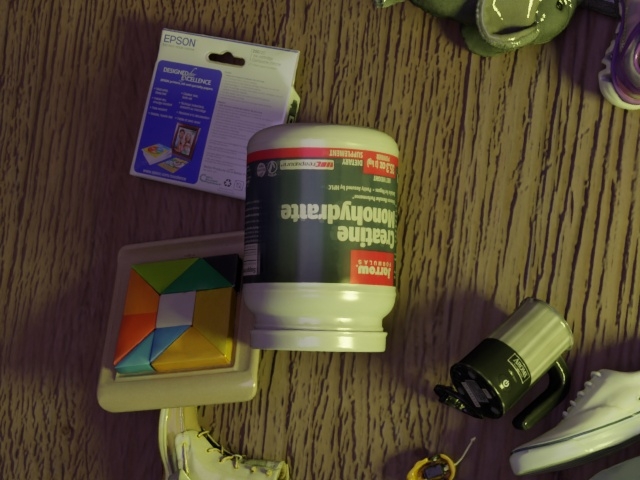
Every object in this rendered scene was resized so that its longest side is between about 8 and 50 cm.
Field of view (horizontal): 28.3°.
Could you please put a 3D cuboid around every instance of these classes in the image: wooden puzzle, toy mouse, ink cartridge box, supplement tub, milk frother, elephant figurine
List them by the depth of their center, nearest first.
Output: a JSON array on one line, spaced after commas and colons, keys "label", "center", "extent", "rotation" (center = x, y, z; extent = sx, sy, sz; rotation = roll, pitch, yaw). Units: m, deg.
[{"label": "milk frother", "center": [0.219, 0.153, 1.550], "extent": [0.135, 0.129, 0.143], "rotation": [-39, 31, -25]}, {"label": "elephant figurine", "center": [0.229, -0.295, 1.554], "extent": [0.239, 0.169, 0.186], "rotation": [46, 129, -1]}, {"label": "supplement tub", "center": [0.000, 0.000, 1.572], "extent": [0.191, 0.191, 0.272], "rotation": [0, 86, 17]}, {"label": "toy mouse", "center": [0.153, 0.341, 1.584], "extent": [0.161, 0.031, 0.143], "rotation": [-26, 79, 14]}, {"label": "wooden puzzle", "center": [-0.181, 0.100, 1.657], "extent": [0.221, 0.044, 0.238], "rotation": [-7, 60, 16]}, {"label": "ink cartridge box", "center": [-0.136, -0.166, 1.701], "extent": [0.206, 0.045, 0.208], "rotation": [13, 91, 17]}]

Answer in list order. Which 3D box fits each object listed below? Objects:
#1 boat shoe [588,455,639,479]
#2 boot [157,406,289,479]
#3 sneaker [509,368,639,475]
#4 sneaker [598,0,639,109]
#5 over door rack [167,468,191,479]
[{"label": "boat shoe", "center": [0.428, 0.302, 1.442], "extent": [0.367, 0.156, 0.136], "rotation": [-36, 31, -7]}, {"label": "boot", "center": [-0.125, 0.281, 1.650], "extent": [0.165, 0.077, 0.213], "rotation": [-2, 91, 17]}, {"label": "sneaker", "center": [0.340, 0.204, 1.516], "extent": [0.258, 0.094, 0.091], "rotation": [-23, 69, 6]}, {"label": "sneaker", "center": [0.397, -0.271, 1.494], "extent": [0.095, 0.104, 0.236], "rotation": [4, 97, -10]}, {"label": "over door rack", "center": [-0.183, 0.493, 1.599], "extent": [0.240, 0.108, 0.324], "rotation": [-35, 94, 11]}]
